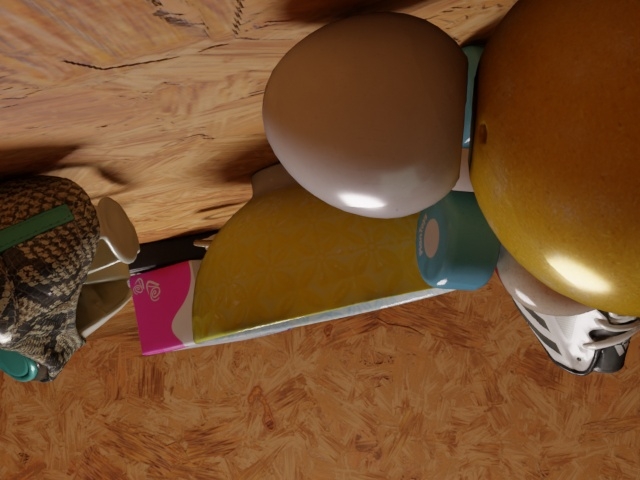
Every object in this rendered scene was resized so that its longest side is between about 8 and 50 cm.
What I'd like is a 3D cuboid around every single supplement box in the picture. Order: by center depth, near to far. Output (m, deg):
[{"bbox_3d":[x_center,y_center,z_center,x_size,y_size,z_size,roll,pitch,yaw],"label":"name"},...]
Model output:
[{"bbox_3d":[-0.148,0.088,1.478,0.111,0.114,0.220,-14,175,27],"label":"supplement box"}]

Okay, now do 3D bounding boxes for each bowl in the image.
[{"bbox_3d":[0.000,0.000,1.070,0.289,0.156,0.289,-13,175,-1],"label":"bowl"}]

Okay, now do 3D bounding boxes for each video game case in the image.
[{"bbox_3d":[-0.248,0.038,1.512,0.275,0.035,0.248,-11,174,-14],"label":"video game case"}]

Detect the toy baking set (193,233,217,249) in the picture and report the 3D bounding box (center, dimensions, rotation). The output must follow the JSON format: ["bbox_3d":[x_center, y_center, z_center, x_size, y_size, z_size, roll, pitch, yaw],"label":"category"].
[{"bbox_3d":[-0.033,0.008,1.308,0.196,0.030,0.256,6,-171,26],"label":"toy baking set"}]

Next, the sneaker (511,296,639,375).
[{"bbox_3d":[0.390,0.039,1.271,0.169,0.257,0.447,-30,-160,-28],"label":"sneaker"}]

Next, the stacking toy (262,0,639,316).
[{"bbox_3d":[0.207,-0.062,0.601,0.480,0.351,0.350,5,176,8],"label":"stacking toy"}]

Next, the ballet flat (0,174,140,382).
[{"bbox_3d":[-0.257,0.038,1.012,0.182,0.164,0.483,-27,176,-16],"label":"ballet flat"}]

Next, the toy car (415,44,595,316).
[{"bbox_3d":[0.172,-0.073,0.860,0.219,0.210,0.238,3,-161,-16],"label":"toy car"}]
